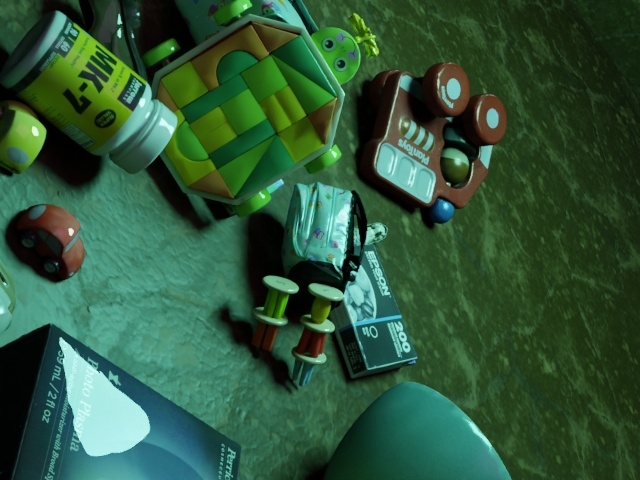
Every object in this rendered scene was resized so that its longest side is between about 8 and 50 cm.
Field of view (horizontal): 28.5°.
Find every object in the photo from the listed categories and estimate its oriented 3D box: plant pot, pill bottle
[{"bbox_3d":[0.107,0.367,1.711,0.195,0.290,0.290,-29,93,-26],"label":"plant pot"},{"bbox_3d":[-0.293,-0.185,1.608,0.208,0.119,0.119,38,39,-25],"label":"pill bottle"}]

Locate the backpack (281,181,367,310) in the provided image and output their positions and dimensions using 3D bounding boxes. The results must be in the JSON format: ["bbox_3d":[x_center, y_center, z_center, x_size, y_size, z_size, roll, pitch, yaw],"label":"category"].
[{"bbox_3d":[0.000,0.000,1.886,0.115,0.152,0.182,13,63,-13],"label":"backpack"}]

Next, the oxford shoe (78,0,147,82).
[{"bbox_3d":[-0.292,-0.239,1.723,0.096,0.083,0.227,-7,81,-25],"label":"oxford shoe"}]

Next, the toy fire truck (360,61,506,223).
[{"bbox_3d":[0.202,-0.173,2.325,0.302,0.169,0.254,30,69,-41],"label":"toy fire truck"}]

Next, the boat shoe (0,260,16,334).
[{"bbox_3d":[-0.433,-0.011,1.320,0.302,0.113,0.103,60,29,-26],"label":"boat shoe"}]

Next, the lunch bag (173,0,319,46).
[{"bbox_3d":[-0.082,-0.302,1.950,0.262,0.160,0.223,39,16,-46],"label":"lunch bag"}]

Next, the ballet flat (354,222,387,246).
[{"bbox_3d":[0.079,-0.011,2.114,0.114,0.041,0.041,-17,82,-58],"label":"ballet flat"}]

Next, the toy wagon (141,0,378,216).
[{"bbox_3d":[-0.076,-0.207,1.765,0.267,0.344,0.068,58,4,-9],"label":"toy wagon"}]

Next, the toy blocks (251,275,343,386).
[{"bbox_3d":[-0.043,0.133,1.789,0.123,0.148,0.054,10,16,-19],"label":"toy blocks"}]

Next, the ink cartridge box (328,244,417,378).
[{"bbox_3d":[0.083,0.108,2.032,0.208,0.045,0.206,-4,71,-57],"label":"ink cartridge box"}]

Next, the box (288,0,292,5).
[{"bbox_3d":[-0.112,-0.518,2.099,0.270,0.143,0.165,52,32,-17],"label":"box"}]

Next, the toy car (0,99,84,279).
[{"bbox_3d":[-0.379,-0.064,1.476,0.225,0.053,0.239,-8,74,-57],"label":"toy car"}]

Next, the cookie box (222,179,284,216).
[{"bbox_3d":[-0.120,-0.104,1.858,0.092,0.040,0.107,-35,98,-29],"label":"cookie box"}]

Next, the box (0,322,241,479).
[{"bbox_3d":[-0.250,0.294,1.291,0.294,0.182,0.296,40,39,-35],"label":"box"}]
